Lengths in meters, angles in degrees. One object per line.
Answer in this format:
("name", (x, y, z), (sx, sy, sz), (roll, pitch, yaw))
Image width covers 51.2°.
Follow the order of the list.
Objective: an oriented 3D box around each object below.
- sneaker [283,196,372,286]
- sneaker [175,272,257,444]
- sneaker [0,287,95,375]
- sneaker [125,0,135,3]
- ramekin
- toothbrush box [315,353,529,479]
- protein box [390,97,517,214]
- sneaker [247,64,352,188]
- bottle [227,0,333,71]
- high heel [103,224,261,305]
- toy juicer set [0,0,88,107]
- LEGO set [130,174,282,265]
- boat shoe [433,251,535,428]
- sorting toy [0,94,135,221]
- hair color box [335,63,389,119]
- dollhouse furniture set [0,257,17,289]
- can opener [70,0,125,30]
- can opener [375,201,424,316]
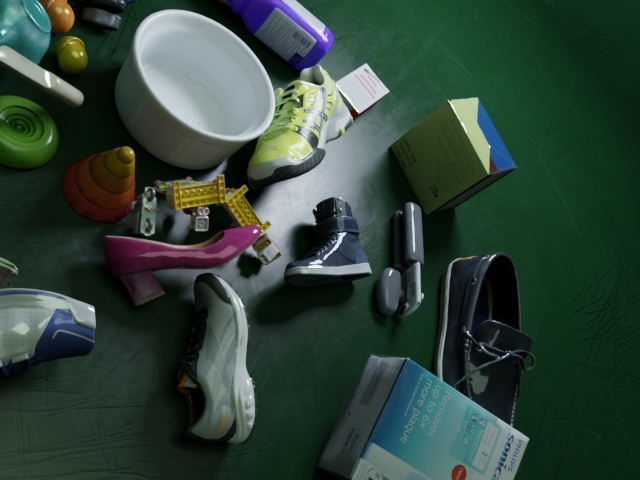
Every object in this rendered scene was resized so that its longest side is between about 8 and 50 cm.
("sneaker", (-0.001, 0.000, 1.270), (0.226, 0.086, 0.164), (-2, 76, -52))
("sneaker", (-0.169, 0.174, 1.021), (0.108, 0.100, 0.272), (6, 61, -32))
("sneaker", (-0.441, 0.153, 0.792), (0.315, 0.127, 0.182), (8, 63, -29))
("sneaker", (-0.430, -0.530, 1.245), (0.221, 0.087, 0.083), (40, 45, -14))
("ramekin", (-0.234, -0.264, 1.212), (0.277, 0.135, 0.277), (22, 51, -30))
("toothbrush box", (0.177, 0.359, 1.129), (0.295, 0.126, 0.216), (36, 70, -20))
("protein box", (0.314, -0.200, 1.596), (0.136, 0.201, 0.200), (-15, 75, -45))
("sneaker", (-0.060, -0.224, 1.312), (0.147, 0.145, 0.385), (66, 28, -22))
("bottle", (-0.108, -0.498, 1.482), (0.282, 0.118, 0.092), (35, 49, -18))
("high heel", (-0.214, -0.001, 1.059), (0.244, 0.082, 0.117), (-27, 101, -19))
("toy juicer set", (-0.458, -0.314, 1.057), (0.209, 0.089, 0.329), (54, 16, -55))
("LEGO set", (-0.193, -0.049, 1.165), (0.287, 0.107, 0.132), (16, 90, -39))
("boat shoe", (0.347, 0.234, 1.388), (0.186, 0.156, 0.500), (28, 50, -27))
("sorting toy", (-0.418, -0.176, 1.004), (0.365, 0.126, 0.127), (36, 46, -19))
("hair color box", (0.087, -0.353, 1.606), (0.093, 0.053, 0.167), (50, 44, -2))
("dollhouse furniture set", (-0.470, 0.008, 0.878), (0.151, 0.076, 0.059), (26, 50, -26))
("can opener", (-0.441, -0.442, 1.194), (0.186, 0.059, 0.073), (16, 70, -30))
("can opener", (0.176, 0.035, 1.422), (0.093, 0.074, 0.280), (28, 48, -24))
